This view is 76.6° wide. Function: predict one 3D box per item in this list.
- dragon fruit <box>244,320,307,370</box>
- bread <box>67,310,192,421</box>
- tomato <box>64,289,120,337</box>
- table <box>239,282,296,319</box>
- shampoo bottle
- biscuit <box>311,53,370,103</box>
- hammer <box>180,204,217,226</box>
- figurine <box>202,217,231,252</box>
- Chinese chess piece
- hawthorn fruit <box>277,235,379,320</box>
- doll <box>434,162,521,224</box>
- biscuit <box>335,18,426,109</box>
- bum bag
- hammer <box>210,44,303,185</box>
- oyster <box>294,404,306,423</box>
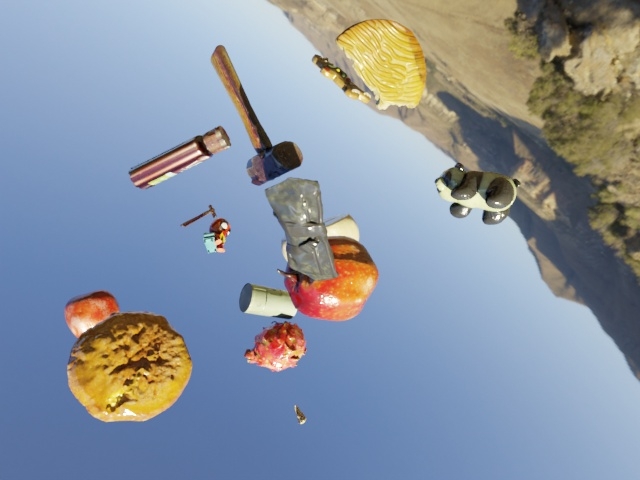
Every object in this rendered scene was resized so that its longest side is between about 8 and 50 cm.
[{"bbox_3d":[-0.189,0.457,1.723,0.210,0.268,0.205,54,-167,-70],"label":"dragon fruit"},{"bbox_3d":[-0.526,0.354,1.128,0.312,0.172,0.312,15,-126,-23],"label":"bread"},{"bbox_3d":[-0.820,0.266,1.458,0.187,0.187,0.151,46,163,14],"label":"tomato"},{"bbox_3d":[-0.219,0.260,1.722,0.220,0.126,0.126,15,-148,-32],"label":"table"},{"bbox_3d":[-0.442,-0.263,1.291,0.129,0.323,0.084,-66,-47,-78],"label":"shampoo bottle"},{"bbox_3d":[0.078,-0.693,1.713,0.301,0.049,0.197,47,-152,15],"label":"biscuit"},{"bbox_3d":[-0.552,-0.100,1.835,0.178,0.021,0.065,-35,-76,-35],"label":"hammer"},{"bbox_3d":[-0.328,-0.019,1.284,0.140,0.075,0.068,-91,-10,-53],"label":"figurine"},{"bbox_3d":[0.000,0.000,1.717,0.140,0.338,0.338,69,-159,-10],"label":"Chinese chess piece"},{"bbox_3d":[0.007,0.098,1.144,0.300,0.254,0.254,17,-148,-41],"label":"hawthorn fruit"},{"bbox_3d":[0.451,-0.140,1.184,0.235,0.135,0.143,12,157,18],"label":"doll"},{"bbox_3d":[0.133,-0.371,0.865,0.229,0.176,0.031,4,-150,-21],"label":"biscuit"},{"bbox_3d":[-0.041,-0.017,0.948,0.137,0.309,0.074,6,-140,25],"label":"bum bag"},{"bbox_3d":[-0.220,-0.365,1.208,0.095,0.243,0.408,-36,-72,-27],"label":"hammer"},{"bbox_3d":[-0.089,0.775,1.812,0.038,0.080,0.083,-14,-110,-10],"label":"oyster"}]
